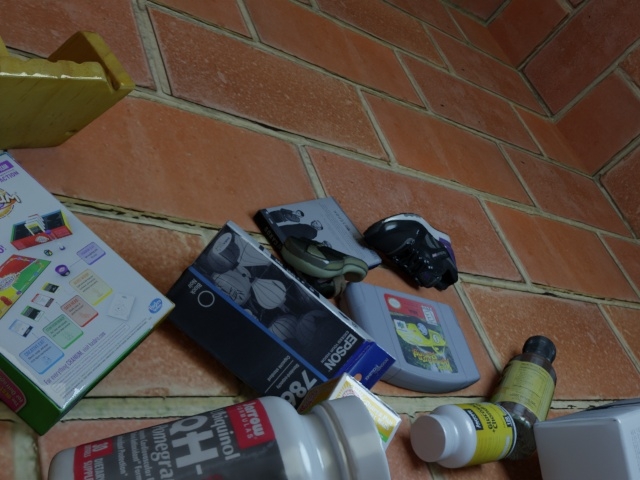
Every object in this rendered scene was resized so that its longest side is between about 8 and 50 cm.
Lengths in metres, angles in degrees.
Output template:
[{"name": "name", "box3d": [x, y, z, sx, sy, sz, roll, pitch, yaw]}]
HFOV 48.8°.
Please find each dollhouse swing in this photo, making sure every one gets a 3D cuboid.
[{"name": "dollhouse swing", "box3d": [-0.503, -0.288, 0.941, 0.347, 0.315, 0.304, -12, 82, -51]}]

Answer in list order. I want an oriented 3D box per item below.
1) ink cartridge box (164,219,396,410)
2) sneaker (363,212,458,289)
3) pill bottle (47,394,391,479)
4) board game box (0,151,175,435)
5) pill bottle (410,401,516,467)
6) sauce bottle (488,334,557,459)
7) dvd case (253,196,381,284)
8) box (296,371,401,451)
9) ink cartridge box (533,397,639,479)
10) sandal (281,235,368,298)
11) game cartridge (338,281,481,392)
[{"name": "ink cartridge box", "box3d": [-0.059, 0.137, 1.029, 0.333, 0.165, 0.065, 39, 3, -6]}, {"name": "sneaker", "box3d": [0.207, 0.031, 1.472, 0.283, 0.107, 0.124, 16, 48, -46]}, {"name": "pill bottle", "box3d": [-0.097, 0.262, 0.723, 0.319, 0.176, 0.176, -12, 56, -15]}, {"name": "board game box", "box3d": [-0.373, 0.051, 0.884, 0.316, 0.064, 0.242, 43, 33, -1]}, {"name": "pill bottle", "box3d": [0.240, 0.328, 1.192, 0.184, 0.103, 0.103, 9, 47, -42]}, {"name": "sauce bottle", "box3d": [0.408, 0.297, 1.404, 0.111, 0.111, 0.344, 47, 32, 5]}, {"name": "dvd case", "box3d": [0.000, 0.000, 1.370, 0.239, 0.029, 0.179, -14, 63, -53]}, {"name": "box", "box3d": [-0.002, 0.288, 0.912, 0.103, 0.114, 0.203, 40, 57, -6]}, {"name": "ink cartridge box", "box3d": [0.578, 0.445, 1.287, 0.395, 0.166, 0.285, 4, 73, -45]}, {"name": "sandal", "box3d": [-0.006, 0.050, 1.160, 0.120, 0.086, 0.303, 22, 3, 16]}, {"name": "game cartridge", "box3d": [0.174, 0.189, 1.327, 0.294, 0.060, 0.196, 16, 46, -36]}]
